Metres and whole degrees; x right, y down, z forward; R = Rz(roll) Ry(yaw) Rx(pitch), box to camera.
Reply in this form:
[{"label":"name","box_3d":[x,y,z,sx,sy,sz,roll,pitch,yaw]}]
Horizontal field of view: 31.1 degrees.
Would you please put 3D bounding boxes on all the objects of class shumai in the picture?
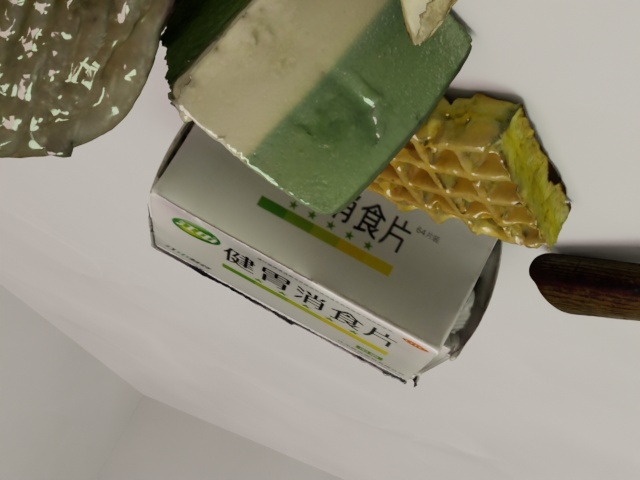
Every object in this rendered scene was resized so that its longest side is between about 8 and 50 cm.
[{"label":"shumai","box_3d":[-0.246,-0.251,0.842,0.262,0.267,0.314,-120,27,-50]}]

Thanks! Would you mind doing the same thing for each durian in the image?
[{"label":"durian","box_3d":[0.071,-0.172,0.709,0.052,0.066,0.130,28,153,1]}]

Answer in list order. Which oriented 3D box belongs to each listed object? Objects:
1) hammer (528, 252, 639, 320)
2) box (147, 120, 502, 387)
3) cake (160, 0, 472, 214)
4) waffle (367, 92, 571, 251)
[{"label":"hammer","box_3d":[0.322,0.054,0.917,0.242,0.095,0.409,37,162,-26]},{"label":"box","box_3d":[0.002,0.001,1.145,0.333,0.145,0.173,29,163,2]},{"label":"cake","box_3d":[-0.055,-0.119,0.875,0.158,0.172,0.283,41,160,-27]},{"label":"waffle","box_3d":[0.090,-0.070,0.970,0.211,0.055,0.160,17,159,35]}]
